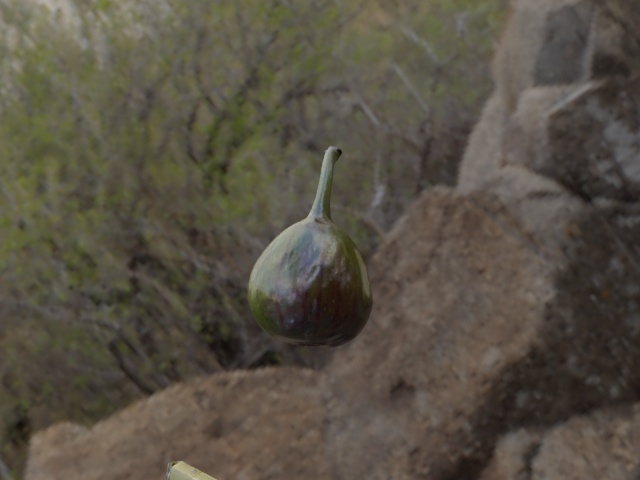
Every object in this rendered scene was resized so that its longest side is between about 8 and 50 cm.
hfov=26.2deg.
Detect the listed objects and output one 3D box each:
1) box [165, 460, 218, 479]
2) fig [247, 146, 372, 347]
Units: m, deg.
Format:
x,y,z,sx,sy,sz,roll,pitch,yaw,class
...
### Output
x,y,z,sx,sy,sz,roll,pitch,yaw,class
-0.101,0.286,1.407,0.149,0.073,0.020,23,23,27,box
0.000,0.000,1.560,0.149,0.149,0.245,-11,66,50,fig
